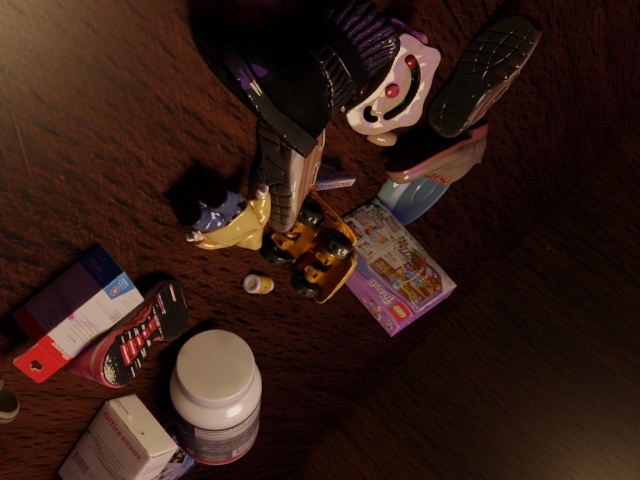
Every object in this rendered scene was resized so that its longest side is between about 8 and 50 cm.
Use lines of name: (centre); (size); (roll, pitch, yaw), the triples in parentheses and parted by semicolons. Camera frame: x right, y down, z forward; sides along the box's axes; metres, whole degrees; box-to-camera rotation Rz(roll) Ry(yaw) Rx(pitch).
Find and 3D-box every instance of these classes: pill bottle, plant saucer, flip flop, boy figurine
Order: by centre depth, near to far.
flip flop: (-0.563, 0.225, 1.577); (0.080, 0.112, 0.277); (-56, 156, -12)
boy figurine: (-0.162, -0.048, 1.788); (0.177, 0.092, 0.285); (-35, 162, 9)
pill bottle: (-0.136, 0.098, 2.182); (0.043, 0.043, 0.083); (-50, 159, 13)
pill bottle: (-0.241, 0.361, 2.251); (0.210, 0.210, 0.363); (-35, 156, -24)
plant saucer: (0.254, -0.140, 2.463); (0.317, 0.044, 0.318); (-37, 157, -18)

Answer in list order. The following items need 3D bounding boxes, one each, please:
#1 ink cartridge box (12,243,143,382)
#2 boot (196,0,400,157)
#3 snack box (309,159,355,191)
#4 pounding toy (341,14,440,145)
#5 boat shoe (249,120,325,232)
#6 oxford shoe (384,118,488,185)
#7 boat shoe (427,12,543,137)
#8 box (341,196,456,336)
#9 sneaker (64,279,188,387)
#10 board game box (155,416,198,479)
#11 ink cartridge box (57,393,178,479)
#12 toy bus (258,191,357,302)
ink cartridge box: (-0.426, 0.127, 1.656); (0.231, 0.078, 0.134); (-40, 158, -12)
boot: (-0.026, -0.304, 1.516); (0.260, 0.131, 0.348); (-49, 154, 1)
snack box: (-0.001, -0.132, 1.975); (0.178, 0.064, 0.022); (-13, 144, -54)
pounding toy: (0.105, -0.302, 1.851); (0.154, 0.155, 0.270); (1, 127, -23)
boat shoe: (-0.048, -0.136, 1.811); (0.116, 0.123, 0.324); (-35, 159, -30)
oxford shoe: (0.283, -0.180, 2.269); (0.348, 0.123, 0.130); (-26, 120, -38)
boat shoe: (0.366, -0.367, 2.163); (0.324, 0.122, 0.120); (-48, 166, 31)
box: (0.148, 0.057, 2.280); (0.201, 0.293, 0.057); (-30, 161, -32)
sneaker: (-0.362, 0.156, 1.819); (0.314, 0.136, 0.116); (-45, 132, -55)
board game box: (-0.417, 0.573, 2.537); (0.193, 0.053, 0.305); (-36, 157, -20)
ink cartridge box: (-0.447, 0.482, 2.147); (0.237, 0.172, 0.100); (-54, 158, 22)
toy bus: (0.000, 0.000, 2.027); (0.149, 0.220, 0.211); (-51, 165, 26)
